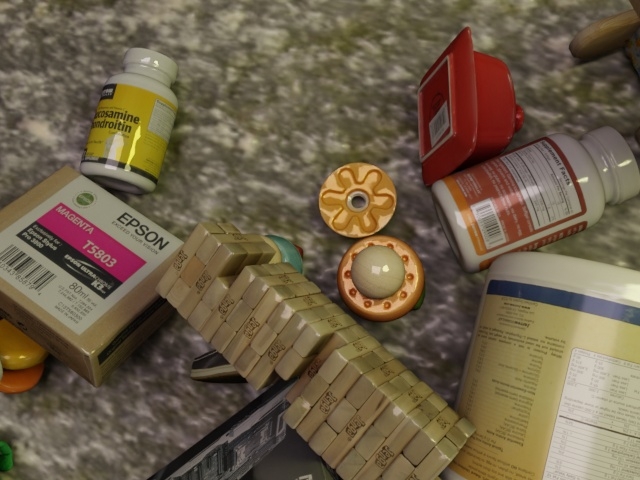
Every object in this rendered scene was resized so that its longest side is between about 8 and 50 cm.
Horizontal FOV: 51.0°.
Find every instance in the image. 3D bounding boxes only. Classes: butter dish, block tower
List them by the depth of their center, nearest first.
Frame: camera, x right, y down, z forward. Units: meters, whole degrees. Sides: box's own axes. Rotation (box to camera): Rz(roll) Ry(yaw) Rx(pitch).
[{"bbox_3d":[-0.005,0.117,0.647,0.335,0.091,0.097,42,108,19],"label":"block tower"},{"bbox_3d":[0.194,-0.155,0.829,0.118,0.160,0.159,4,76,-13],"label":"butter dish"}]

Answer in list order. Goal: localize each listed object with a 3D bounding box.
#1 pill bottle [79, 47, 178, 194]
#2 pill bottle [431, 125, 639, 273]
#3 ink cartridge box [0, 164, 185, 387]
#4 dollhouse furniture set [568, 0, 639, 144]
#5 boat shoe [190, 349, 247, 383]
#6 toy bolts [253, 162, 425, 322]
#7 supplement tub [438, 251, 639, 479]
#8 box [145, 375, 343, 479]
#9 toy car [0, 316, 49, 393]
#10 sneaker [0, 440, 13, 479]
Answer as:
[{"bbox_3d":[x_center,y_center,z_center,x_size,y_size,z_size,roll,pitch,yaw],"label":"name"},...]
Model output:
[{"bbox_3d":[-0.254,-0.163,0.918,0.103,0.103,0.184,10,79,12],"label":"pill bottle"},{"bbox_3d":[0.251,-0.052,0.793,0.216,0.121,0.121,-22,74,4],"label":"pill bottle"},{"bbox_3d":[-0.300,0.036,0.840,0.235,0.088,0.193,31,53,13],"label":"ink cartridge box"},{"bbox_3d":[0.384,-0.129,0.638,0.257,0.394,0.362,-20,75,-4],"label":"dollhouse furniture set"},{"bbox_3d":[-0.070,0.126,0.801,0.224,0.080,0.073,-19,67,38],"label":"boat shoe"},{"bbox_3d":[0.000,0.000,0.805,0.229,0.158,0.218,-10,75,8],"label":"toy bolts"},{"bbox_3d":[0.247,0.187,0.674,0.229,0.228,0.316,14,86,13],"label":"supplement tub"},{"bbox_3d":[-0.084,0.283,0.682,0.242,0.307,0.076,-37,103,1],"label":"box"},{"bbox_3d":[-0.437,0.130,0.877,0.182,0.159,0.136,32,123,13],"label":"toy car"},{"bbox_3d":[-0.469,0.291,0.865,0.123,0.109,0.295,-37,68,-27],"label":"sneaker"}]
